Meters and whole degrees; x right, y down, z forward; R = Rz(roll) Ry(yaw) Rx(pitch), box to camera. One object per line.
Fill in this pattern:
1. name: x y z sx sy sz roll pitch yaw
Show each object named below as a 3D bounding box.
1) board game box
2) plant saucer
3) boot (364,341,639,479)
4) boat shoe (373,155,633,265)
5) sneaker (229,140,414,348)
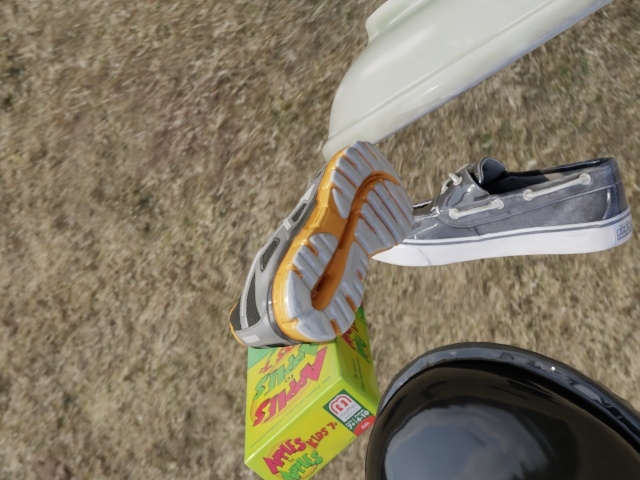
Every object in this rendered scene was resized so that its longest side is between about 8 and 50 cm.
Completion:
1. board game box: -0.009 0.096 0.780 0.092 0.181 0.043 -43 108 14
2. plant saucer: 0.153 -0.210 0.948 0.401 0.400 0.100 -31 94 16
3. boot: 0.073 0.148 0.328 0.131 0.260 0.348 -49 52 15
4. boat shoe: 0.173 -0.039 1.126 0.301 0.108 0.102 -3 111 34
5. sneaker: 0.000 0.000 0.772 0.083 0.215 0.084 -26 108 39
